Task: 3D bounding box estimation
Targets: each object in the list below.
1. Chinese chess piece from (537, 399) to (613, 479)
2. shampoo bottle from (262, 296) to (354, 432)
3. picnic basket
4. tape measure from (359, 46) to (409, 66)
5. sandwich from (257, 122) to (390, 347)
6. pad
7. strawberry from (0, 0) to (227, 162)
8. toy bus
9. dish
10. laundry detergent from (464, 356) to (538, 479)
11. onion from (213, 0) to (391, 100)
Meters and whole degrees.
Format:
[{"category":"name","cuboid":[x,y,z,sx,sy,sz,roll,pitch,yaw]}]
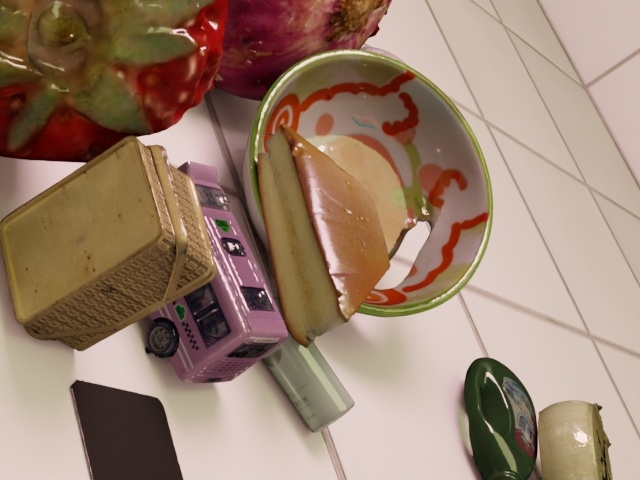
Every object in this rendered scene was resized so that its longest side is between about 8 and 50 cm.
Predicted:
[{"category":"Chinese chess piece","cuboid":[0.337,0.303,1.609,0.188,0.083,0.188,-11,90,-74]},{"category":"shampoo bottle","cuboid":[-0.040,0.103,1.263,0.195,0.056,0.056,55,24,2]},{"category":"picnic basket","cuboid":[-0.175,0.005,1.009,0.079,0.164,0.115,37,29,-53]},{"category":"tape measure","cuboid":[0.074,-0.162,1.650,0.120,0.236,0.197,-36,73,-26]},{"category":"sandwich","cuboid":[0.000,0.000,1.270,0.096,0.094,0.258,19,45,-37]},{"category":"pad","cuboid":[-0.150,0.190,1.010,0.112,0.003,0.157,24,39,-50]},{"category":"strawberry","cuboid":[-0.264,-0.222,1.063,0.317,0.295,0.345,-11,20,-27]},{"category":"toy bus","cuboid":[-0.117,0.028,1.148,0.096,0.108,0.199,9,51,-59]},{"category":"dish","cuboid":[0.039,-0.055,1.469,0.324,0.124,0.324,9,70,-26]},{"category":"laundry detergent","cuboid":[0.225,0.247,1.562,0.137,0.063,0.211,53,25,-21]},{"category":"onion","cuboid":[-0.055,-0.362,1.477,0.345,0.358,0.358,54,24,4]}]
